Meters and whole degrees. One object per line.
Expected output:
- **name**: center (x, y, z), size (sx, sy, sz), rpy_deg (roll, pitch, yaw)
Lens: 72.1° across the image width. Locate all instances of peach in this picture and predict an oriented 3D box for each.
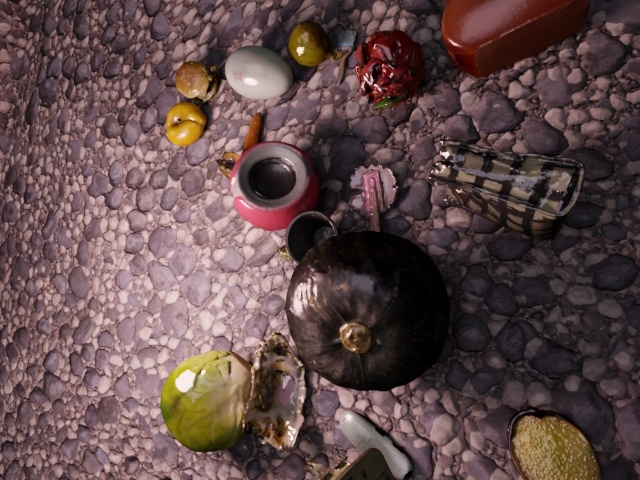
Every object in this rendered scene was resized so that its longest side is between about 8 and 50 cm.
- **peach**: center (-0.540, -0.464, 1.761), size (0.179, 0.103, 0.179), rpy_deg (-3, 82, 22)
- **peach**: center (0.588, 0.551, 1.100), size (0.189, 0.068, 0.279), rpy_deg (-28, 70, 11)

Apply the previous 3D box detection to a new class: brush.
- **brush**: center (0.081, -0.638, 1.535), size (0.070, 0.021, 0.196), rpy_deg (9, 87, 28)

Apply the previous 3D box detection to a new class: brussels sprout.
- **brussels sprout**: center (-0.095, 0.034, 1.507), size (0.085, 0.058, 0.085), rpy_deg (-28, 38, 25)
- **brussels sprout**: center (-0.359, 0.521, 1.461), size (0.345, 0.268, 0.343), rpy_deg (0, 86, 3)

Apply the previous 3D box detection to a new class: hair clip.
- **hair clip**: center (0.167, -0.097, 1.389), size (0.173, 0.069, 0.300), rpy_deg (-8, 69, 23)

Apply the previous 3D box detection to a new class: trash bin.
- **trash bin**: center (0.000, 0.000, 1.404), size (0.176, 0.161, 0.175), rpy_deg (-2, 85, 23)

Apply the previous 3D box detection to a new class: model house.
- **model house**: center (0.068, 0.729, 1.277), size (0.279, 0.205, 0.218), rpy_deg (-29, 87, 55)

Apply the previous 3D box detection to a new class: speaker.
- **speaker**: center (-0.150, -0.183, 1.442), size (0.295, 0.294, 0.293), rpy_deg (-4, 81, 25)

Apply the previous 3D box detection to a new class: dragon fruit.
- **dragon fruit**: center (0.201, -0.549, 1.350), size (0.234, 0.234, 0.292), rpy_deg (-21, 78, 22)

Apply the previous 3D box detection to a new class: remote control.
- **remote control**: center (0.160, 0.607, 1.307), size (0.256, 0.045, 0.097), rpy_deg (33, 101, 23)

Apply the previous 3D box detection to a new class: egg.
- **egg**: center (-0.220, -0.601, 1.584), size (0.264, 0.183, 0.182), rpy_deg (19, 91, 19)

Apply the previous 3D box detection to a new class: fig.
- **fig**: center (-0.015, -0.682, 1.534), size (0.187, 0.148, 0.142), rpy_deg (15, 73, -8)

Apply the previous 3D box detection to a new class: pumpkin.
- **pumpkin**: center (0.128, 0.189, 1.206), size (0.455, 0.344, 0.453), rpy_deg (3, 107, 10)

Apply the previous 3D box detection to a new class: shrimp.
- **shrimp**: center (-0.319, -0.265, 1.616), size (0.059, 0.145, 0.254), rpy_deg (-32, 61, -29)

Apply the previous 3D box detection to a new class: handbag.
- **handbag**: center (0.462, -0.128, 1.111), size (0.327, 0.325, 0.162), rpy_deg (24, 91, 26)

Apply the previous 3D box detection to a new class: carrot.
- **carrot**: center (-0.250, -0.383, 1.641), size (0.061, 0.061, 0.209), rpy_deg (8, 82, 26)

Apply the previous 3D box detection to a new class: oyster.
- **oyster**: center (-0.140, 0.476, 1.410), size (0.107, 0.201, 0.354), rpy_deg (147, 133, -65)

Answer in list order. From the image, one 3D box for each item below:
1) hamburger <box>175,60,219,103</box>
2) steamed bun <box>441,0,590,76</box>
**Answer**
- **hamburger**: center (-0.480, -0.637, 1.742), size (0.185, 0.131, 0.159), rpy_deg (-34, 73, 13)
- **steamed bun**: center (0.518, -0.647, 1.207), size (0.380, 0.235, 0.248), rpy_deg (-21, 77, 22)
